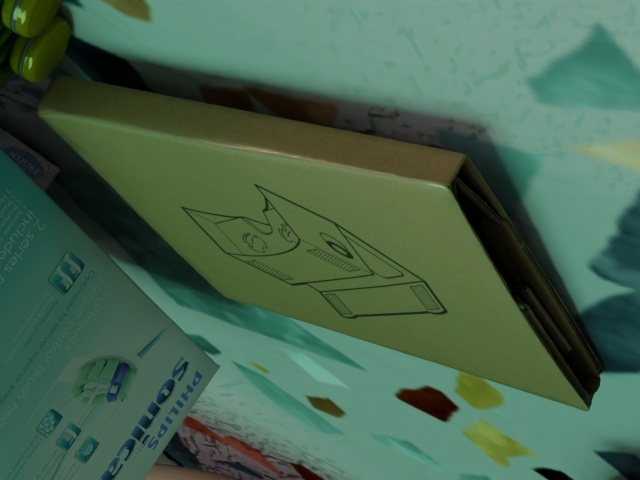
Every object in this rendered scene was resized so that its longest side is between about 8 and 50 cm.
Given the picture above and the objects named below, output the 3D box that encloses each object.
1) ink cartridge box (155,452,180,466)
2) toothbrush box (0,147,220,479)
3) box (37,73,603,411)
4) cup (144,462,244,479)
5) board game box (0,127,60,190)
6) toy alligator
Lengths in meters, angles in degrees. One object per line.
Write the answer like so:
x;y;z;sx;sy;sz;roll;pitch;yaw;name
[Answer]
-0.188;0.256;1.283;0.160;0.092;0.219;43;156;-26;ink cartridge box
-0.211;0.011;0.644;0.216;0.126;0.295;26;163;31;toothbrush box
0.000;0.000;0.548;0.201;0.021;0.164;15;158;36;box
-0.050;0.320;1.007;0.237;0.331;0.331;-10;140;25;cup
-0.187;-0.048;0.715;0.090;0.020;0.090;37;160;-12;board game box
-0.129;-0.094;0.490;0.056;0.051;0.189;30;159;4;toy alligator
